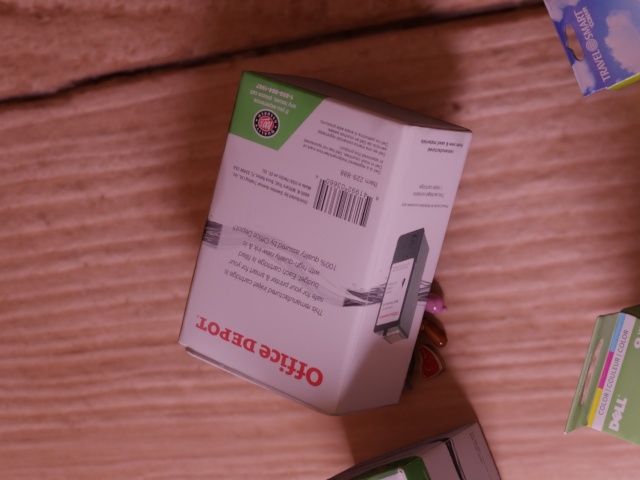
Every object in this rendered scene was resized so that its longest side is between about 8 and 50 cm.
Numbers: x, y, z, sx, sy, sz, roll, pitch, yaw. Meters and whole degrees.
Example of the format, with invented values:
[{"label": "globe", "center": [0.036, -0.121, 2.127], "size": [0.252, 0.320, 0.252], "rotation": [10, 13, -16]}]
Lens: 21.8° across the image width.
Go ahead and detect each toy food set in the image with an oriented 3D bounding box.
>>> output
[{"label": "toy food set", "center": [0.094, 0.086, 1.653], "size": [0.078, 0.019, 0.122], "rotation": [-14, 87, 26]}]

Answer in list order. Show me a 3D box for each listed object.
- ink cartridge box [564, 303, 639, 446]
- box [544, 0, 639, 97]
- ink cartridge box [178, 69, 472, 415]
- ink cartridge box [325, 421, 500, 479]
[{"label": "ink cartridge box", "center": [0.289, 0.115, 1.452], "size": [0.062, 0.209, 0.109], "rotation": [21, 102, 26]}, {"label": "box", "center": [0.306, -0.214, 1.518], "size": [0.178, 0.042, 0.109], "rotation": [-25, 81, 25]}, {"label": "ink cartridge box", "center": [0.000, 0.000, 1.625], "size": [0.211, 0.121, 0.289], "rotation": [22, 103, 33]}, {"label": "ink cartridge box", "center": [0.067, 0.251, 1.573], "size": [0.153, 0.208, 0.087], "rotation": [-23, 86, 26]}]
